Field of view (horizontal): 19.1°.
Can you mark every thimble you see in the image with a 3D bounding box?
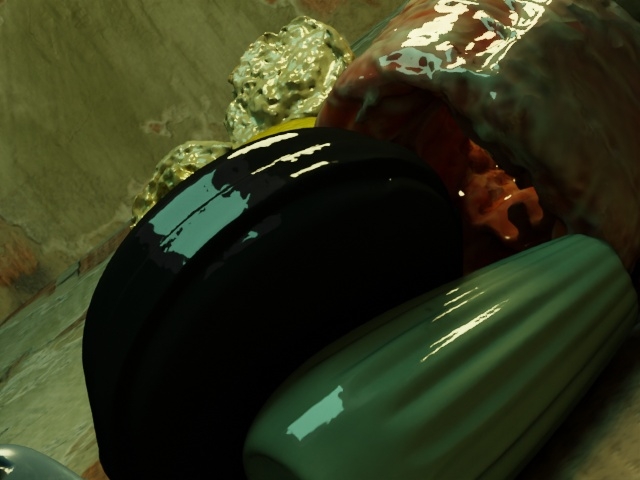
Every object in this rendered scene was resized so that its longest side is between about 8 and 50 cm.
[{"bbox_3d":[0.116,-0.052,1.227,0.239,0.239,0.162,-26,16,50],"label":"thimble"}]

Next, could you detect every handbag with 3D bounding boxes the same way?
[{"bbox_3d":[-0.022,0.062,1.130,0.254,0.093,0.308,-31,-35,-22],"label":"handbag"}]

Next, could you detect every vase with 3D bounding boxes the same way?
[{"bbox_3d":[0.077,0.084,1.069,0.248,0.128,0.128,-35,7,-26],"label":"vase"}]

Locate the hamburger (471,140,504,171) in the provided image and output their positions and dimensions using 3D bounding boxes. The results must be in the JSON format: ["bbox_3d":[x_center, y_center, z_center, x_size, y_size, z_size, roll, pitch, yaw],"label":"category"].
[{"bbox_3d":[0.126,-0.099,1.611,0.245,0.155,0.282,-9,40,48],"label":"hamburger"}]

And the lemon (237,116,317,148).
[{"bbox_3d":[0.000,0.000,1.470,0.187,0.187,0.244,-38,39,3],"label":"lemon"}]

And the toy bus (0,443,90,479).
[{"bbox_3d":[-0.230,0.275,1.121,0.294,0.197,0.232,-49,4,-40],"label":"toy bus"}]

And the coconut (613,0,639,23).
[{"bbox_3d":[0.257,-0.213,1.300,0.329,0.329,0.329,-37,10,8],"label":"coconut"}]

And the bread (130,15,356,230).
[{"bbox_3d":[-0.047,-0.048,1.904,0.171,0.192,0.314,23,64,42],"label":"bread"}]
